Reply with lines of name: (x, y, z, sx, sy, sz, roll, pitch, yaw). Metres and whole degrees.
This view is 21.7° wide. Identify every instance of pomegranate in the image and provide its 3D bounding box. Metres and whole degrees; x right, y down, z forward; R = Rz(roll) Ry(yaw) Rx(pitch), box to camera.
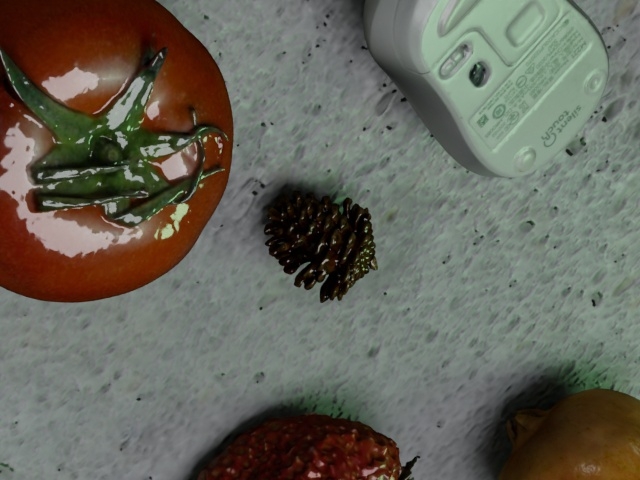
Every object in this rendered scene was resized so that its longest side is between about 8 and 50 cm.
pomegranate: (0.283, 0.264, 1.752, 0.209, 0.209, 0.209, -11, 123, -18)

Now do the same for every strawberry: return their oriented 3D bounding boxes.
strawberry: (-0.028, 0.230, 1.663, 0.236, 0.106, 0.175, -4, 157, -22)

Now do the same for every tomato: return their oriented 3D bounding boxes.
tomato: (-0.196, -0.081, 1.307, 0.256, 0.224, 0.255, -9, 107, -30)

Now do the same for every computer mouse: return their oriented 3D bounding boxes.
computer mouse: (0.135, -0.178, 1.473, 0.184, 0.121, 0.297, -53, 141, 1)

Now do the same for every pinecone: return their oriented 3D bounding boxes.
pinecone: (0.003, -0.002, 1.536, 0.102, 0.102, 0.109, -44, 117, 5)
